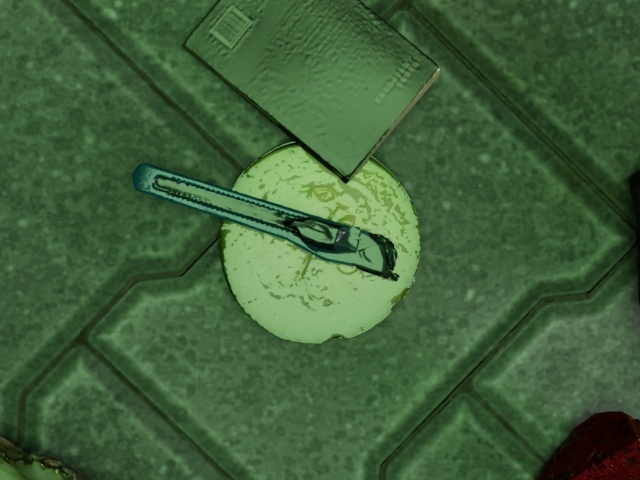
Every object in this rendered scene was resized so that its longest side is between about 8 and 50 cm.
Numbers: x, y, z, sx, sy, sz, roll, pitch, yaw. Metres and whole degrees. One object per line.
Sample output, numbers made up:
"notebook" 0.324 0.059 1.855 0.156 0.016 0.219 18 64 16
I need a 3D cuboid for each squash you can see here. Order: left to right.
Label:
"squash" 0.000 0.000 1.404 0.219 0.041 0.219 0 88 -3

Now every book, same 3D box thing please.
"book" -0.009 -0.192 1.384 0.228 0.024 0.160 40 86 2

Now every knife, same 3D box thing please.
"knife" -0.055 -0.020 1.369 0.297 0.026 0.044 17 99 -2

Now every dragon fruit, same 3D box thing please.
"dragon fruit" 0.311 0.239 1.399 0.106 0.083 0.162 32 125 -19

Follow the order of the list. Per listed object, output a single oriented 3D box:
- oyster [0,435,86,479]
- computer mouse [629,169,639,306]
"oyster" -0.236 0.316 1.377 0.341 0.110 0.166 15 82 1
"computer mouse" 0.405 0.018 1.384 0.147 0.088 0.264 -4 93 18
